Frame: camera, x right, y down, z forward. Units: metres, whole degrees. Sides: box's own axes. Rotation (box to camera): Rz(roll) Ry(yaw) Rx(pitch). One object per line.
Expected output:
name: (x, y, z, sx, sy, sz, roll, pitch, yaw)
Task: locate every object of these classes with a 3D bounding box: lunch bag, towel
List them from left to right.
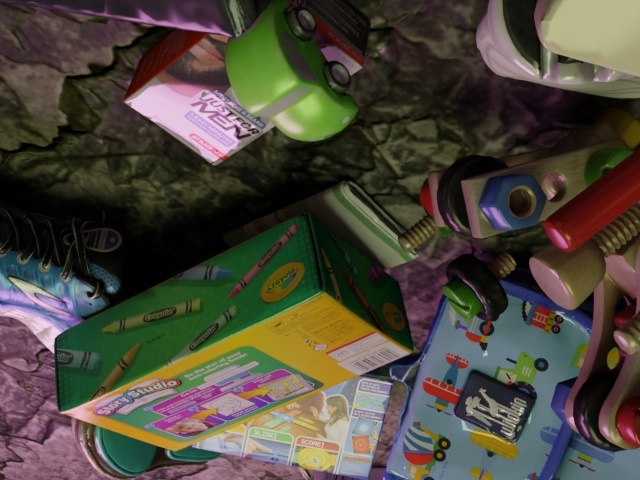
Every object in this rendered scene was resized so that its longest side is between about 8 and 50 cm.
towel: (0.000, 0.000, 0.926, 0.152, 0.023, 0.113, -20, 132, 36)
lunch bag: (0.206, 0.153, 0.931, 0.293, 0.138, 0.221, 18, 104, 2)

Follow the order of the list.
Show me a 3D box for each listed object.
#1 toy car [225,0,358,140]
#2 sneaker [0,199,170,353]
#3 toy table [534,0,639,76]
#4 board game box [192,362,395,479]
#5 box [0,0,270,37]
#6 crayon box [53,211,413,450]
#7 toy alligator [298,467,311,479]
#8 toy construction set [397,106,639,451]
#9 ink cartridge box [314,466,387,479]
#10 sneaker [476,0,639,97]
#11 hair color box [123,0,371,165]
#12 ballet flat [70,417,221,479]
toy car: (-0.058, -0.154, 0.633, 0.239, 0.053, 0.225, -27, 103, 39)
sneaker: (-0.254, 0.009, 0.924, 0.147, 0.130, 0.330, -29, 137, 30)
toy table: (0.233, -0.123, 0.423, 0.274, 0.252, 0.161, 22, 126, 2)
board game box: (-0.030, 0.181, 1.102, 0.201, 0.035, 0.136, 12, 113, -2)
box: (-0.152, -0.268, 0.414, 0.296, 0.183, 0.294, 14, 148, 26)
crayon box: (-0.078, 0.093, 0.905, 0.278, 0.081, 0.165, -25, 146, 20)
toy alligator: (-0.027, 0.227, 1.204, 0.051, 0.056, 0.190, -35, 138, -9)
toy construction set: (0.231, -0.017, 0.707, 0.257, 0.237, 0.309, 52, 170, 12)
ink cartridge box: (0.119, 0.387, 1.350, 0.223, 0.045, 0.224, -3, 129, 15)
sneaker: (0.240, -0.136, 0.640, 0.292, 0.110, 0.118, 3, 176, -6)
hair color box: (-0.056, -0.129, 0.738, 0.093, 0.053, 0.167, 35, 135, -28)
ballet flat: (-0.209, 0.205, 1.110, 0.106, 0.107, 0.316, 11, 167, 21)
